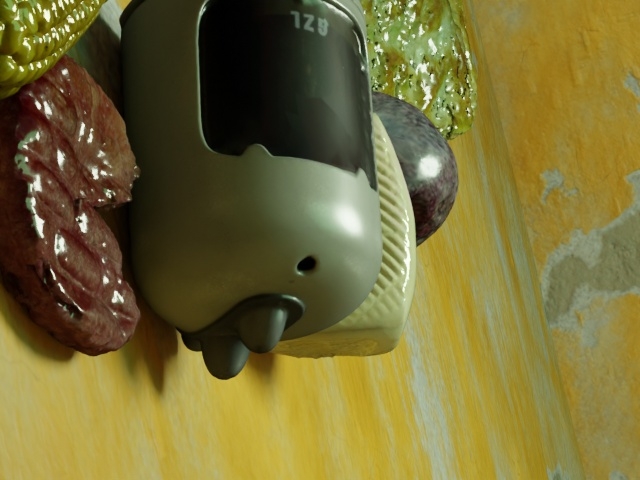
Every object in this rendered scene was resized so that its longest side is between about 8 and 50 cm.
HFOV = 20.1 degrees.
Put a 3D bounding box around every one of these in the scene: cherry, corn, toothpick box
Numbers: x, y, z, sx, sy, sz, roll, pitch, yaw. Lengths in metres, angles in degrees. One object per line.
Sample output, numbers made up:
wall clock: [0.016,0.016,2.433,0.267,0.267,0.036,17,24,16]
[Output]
cherry: [0.046,-0.072,1.908,0.195,0.195,0.195,-14,90,-75]
corn: [-0.203,-0.181,1.220,0.363,0.120,0.120,-76,148,-67]
toothpick box: [-0.062,-0.049,1.476,0.229,0.229,0.316,52,30,-58]

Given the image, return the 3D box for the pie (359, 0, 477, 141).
pie: [0.038,-0.286,2.103,0.418,0.180,0.395,37,42,-57]

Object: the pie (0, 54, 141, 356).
pie: [-0.182,-0.031,1.282,0.204,0.054,0.218,60,23,-47]

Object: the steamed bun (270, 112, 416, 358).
steamed bun: [0.000,0.000,1.733,0.152,0.170,0.238,104,-19,-70]
